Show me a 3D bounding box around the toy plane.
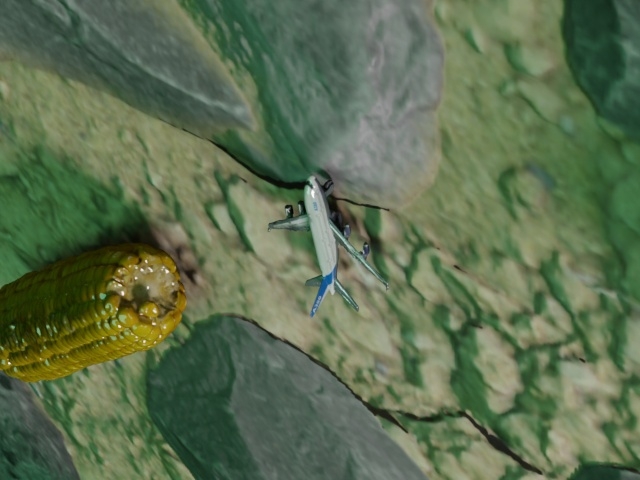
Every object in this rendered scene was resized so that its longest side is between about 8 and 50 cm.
[{"bbox_3d":[0.002,-0.001,0.871,0.078,0.024,0.084,26,135,32],"label":"toy plane"}]

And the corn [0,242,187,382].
[{"bbox_3d":[-0.143,0.043,1.050,0.068,0.068,0.207,55,148,-10],"label":"corn"}]
